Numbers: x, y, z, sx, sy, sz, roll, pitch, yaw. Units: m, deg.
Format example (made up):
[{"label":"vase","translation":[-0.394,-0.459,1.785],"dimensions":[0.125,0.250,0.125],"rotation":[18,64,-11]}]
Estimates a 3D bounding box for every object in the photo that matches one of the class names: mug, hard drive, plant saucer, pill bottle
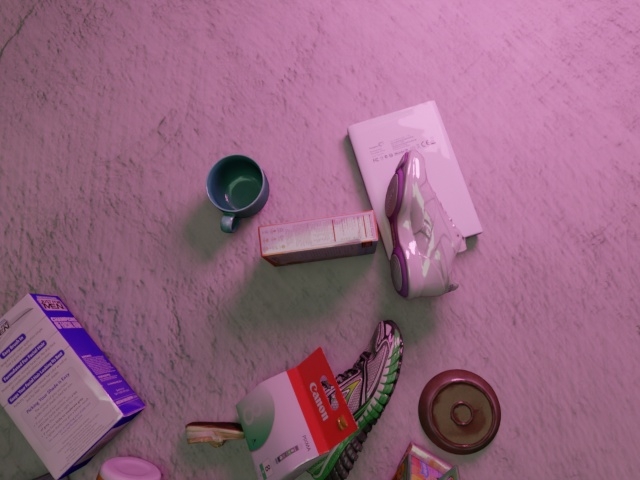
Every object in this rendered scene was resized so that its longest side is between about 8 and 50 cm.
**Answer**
[{"label":"mug","translation":[-0.188,-0.105,1.010],"dimensions":[0.129,0.097,0.158],"rotation":[44,86,10]},{"label":"hard drive","translation":[0.205,-0.136,1.013],"dimensions":[0.210,0.040,0.319],"rotation":[-17,79,1]},{"label":"plant saucer","translation":[0.286,0.351,0.924],"dimensions":[0.168,0.029,0.169],"rotation":[-1,79,5]},{"label":"pill bottle","translation":[-0.406,0.558,0.893],"dimensions":[0.121,0.121,0.216],"rotation":[15,81,7]}]

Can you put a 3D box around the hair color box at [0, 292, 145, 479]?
[{"label":"hair color box","translation":[-0.560,0.297,0.962],"dimensions":[0.185,0.110,0.339],"rotation":[-43,81,-3]}]

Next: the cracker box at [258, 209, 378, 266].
[{"label":"cracker box","translation":[0.000,0.000,0.947],"dimensions":[0.232,0.156,0.067],"rotation":[-7,78,3]}]

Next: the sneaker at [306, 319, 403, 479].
[{"label":"sneaker","translation":[0.054,0.306,0.897],"dimensions":[0.146,0.134,0.344],"rotation":[30,84,10]}]

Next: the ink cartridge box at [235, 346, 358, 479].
[{"label":"ink cartridge box","translation":[-0.055,0.338,0.867],"dimensions":[0.225,0.056,0.181],"rotation":[-46,50,21]}]

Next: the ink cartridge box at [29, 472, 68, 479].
[{"label":"ink cartridge box","translation":[-0.594,0.642,0.894],"dimensions":[0.207,0.117,0.283],"rotation":[-23,79,0]}]

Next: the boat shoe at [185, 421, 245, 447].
[{"label":"boat shoe","translation":[-0.216,0.407,0.946],"dimensions":[0.135,0.050,0.045],"rotation":[-2,83,14]}]

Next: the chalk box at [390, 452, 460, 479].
[{"label":"chalk box","translation":[0.185,0.499,0.822],"dimensions":[0.132,0.132,0.213],"rotation":[28,102,9]}]

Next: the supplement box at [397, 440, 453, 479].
[{"label":"supplement box","translation":[0.212,0.458,0.905],"dimensions":[0.098,0.036,0.062],"rotation":[30,84,8]}]

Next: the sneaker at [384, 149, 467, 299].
[{"label":"sneaker","translation":[0.215,-0.033,0.931],"dimensions":[0.152,0.114,0.306],"rotation":[-1,83,-9]}]
